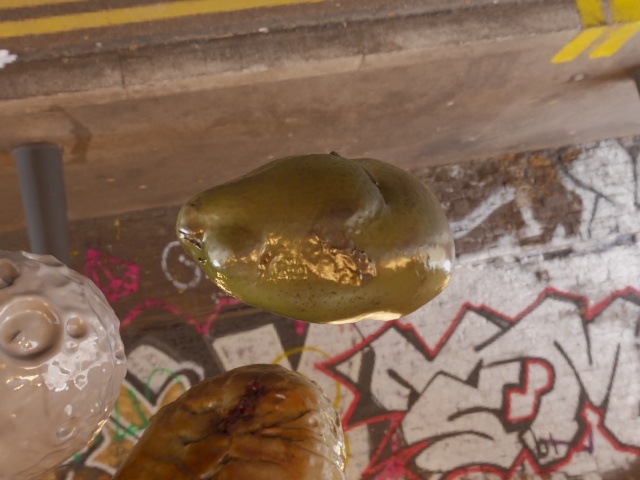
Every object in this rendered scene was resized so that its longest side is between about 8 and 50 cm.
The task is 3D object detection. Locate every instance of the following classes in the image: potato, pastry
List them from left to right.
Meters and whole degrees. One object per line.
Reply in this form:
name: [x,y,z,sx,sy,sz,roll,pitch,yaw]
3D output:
pastry: [-0.131,0.384,1.007,0.410,0.245,0.409,-20,-147,13]
potato: [-0.002,0.000,0.800,0.351,0.218,0.202,1,150,-26]

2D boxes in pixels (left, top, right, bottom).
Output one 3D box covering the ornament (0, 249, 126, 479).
ornament: [-0.447,0.173,0.923,0.338,0.336,0.337,-11,173,-1]
